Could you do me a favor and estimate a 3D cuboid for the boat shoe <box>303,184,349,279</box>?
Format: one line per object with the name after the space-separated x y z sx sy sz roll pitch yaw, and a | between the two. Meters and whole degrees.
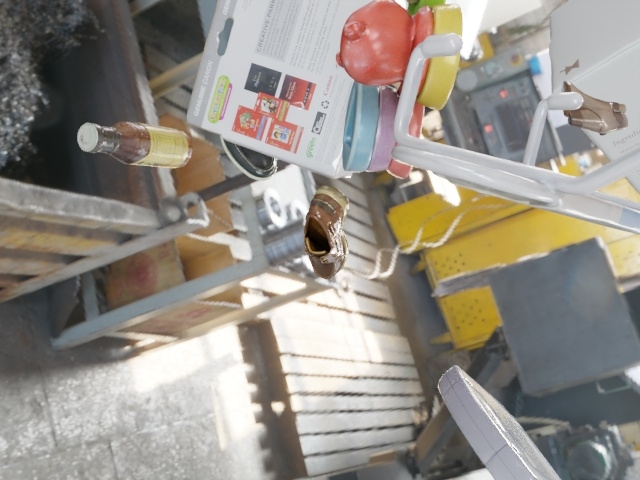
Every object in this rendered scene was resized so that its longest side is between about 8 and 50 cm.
0.000 0.000 1.041 0.060 0.064 0.178 -53 159 -33 | boat shoe

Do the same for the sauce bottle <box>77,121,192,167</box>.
-0.176 -0.093 0.707 0.128 0.042 0.042 -1 72 -60 | sauce bottle

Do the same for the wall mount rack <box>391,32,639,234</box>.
0.234 -0.072 0.557 0.350 0.304 0.131 7 100 -44 | wall mount rack

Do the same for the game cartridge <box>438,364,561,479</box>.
0.293 0.326 1.173 0.198 0.062 0.297 37 10 -23 | game cartridge

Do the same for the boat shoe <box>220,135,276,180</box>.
-0.198 -0.319 1.916 0.113 0.127 0.340 122 -48 -61 | boat shoe

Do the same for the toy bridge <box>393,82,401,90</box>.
0.129 -0.246 1.507 0.063 0.188 0.026 37 37 16 | toy bridge

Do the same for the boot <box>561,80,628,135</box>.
0.422 -0.205 1.137 0.042 0.086 0.119 87 7 -49 | boot

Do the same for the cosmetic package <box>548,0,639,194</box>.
0.725 -0.350 1.541 0.393 0.327 0.330 39 42 -24 | cosmetic package

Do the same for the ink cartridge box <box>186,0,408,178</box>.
-0.038 -0.289 1.189 0.130 0.271 0.310 -22 132 -74 | ink cartridge box

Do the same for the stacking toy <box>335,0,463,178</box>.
0.079 -0.249 0.969 0.309 0.130 0.280 107 -11 -63 | stacking toy
